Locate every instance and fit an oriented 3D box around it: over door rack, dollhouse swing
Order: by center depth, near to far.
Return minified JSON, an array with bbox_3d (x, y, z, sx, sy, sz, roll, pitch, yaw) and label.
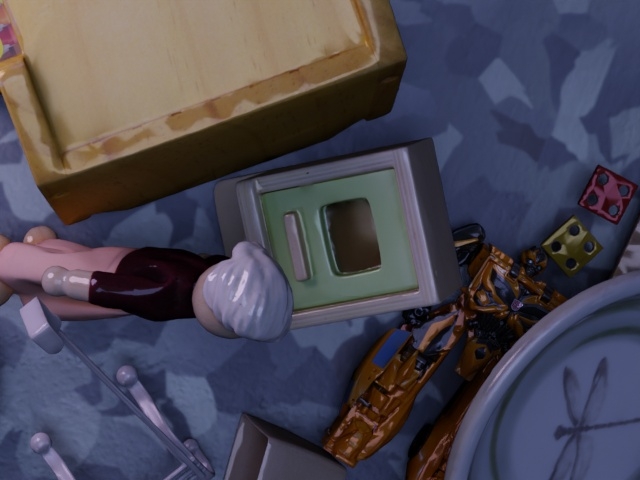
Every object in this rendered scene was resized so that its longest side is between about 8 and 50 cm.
[{"bbox_3d":[-0.139,-0.228,1.676,0.347,0.315,0.305,-21,83,-5],"label":"dollhouse swing"},{"bbox_3d":[-0.277,0.202,1.723,0.239,0.108,0.324,-39,136,1],"label":"over door rack"}]

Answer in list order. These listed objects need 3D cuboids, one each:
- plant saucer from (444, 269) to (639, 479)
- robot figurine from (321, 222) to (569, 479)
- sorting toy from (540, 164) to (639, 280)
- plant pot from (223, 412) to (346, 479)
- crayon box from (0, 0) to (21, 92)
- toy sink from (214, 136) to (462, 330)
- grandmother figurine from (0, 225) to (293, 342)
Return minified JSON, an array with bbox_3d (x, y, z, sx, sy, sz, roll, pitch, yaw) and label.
[{"bbox_3d":[0.277,0.191,1.778,0.400,0.100,0.400,-13,120,-23],"label":"plant saucer"},{"bbox_3d":[0.143,0.130,1.815,0.211,0.085,0.291,35,92,-7],"label":"robot figurine"},{"bbox_3d":[0.358,0.028,1.841,0.274,0.046,0.132,24,93,-7],"label":"sorting toy"},{"bbox_3d":[-0.036,0.246,1.807,0.096,0.109,0.109,14,94,-19],"label":"plant pot"},{"bbox_3d":[-0.272,-0.266,1.750,0.318,0.081,0.202,-24,97,-1],"label":"crayon box"},{"bbox_3d":[0.000,0.000,1.733,0.234,0.131,0.152,-10,95,17],"label":"toy sink"},{"bbox_3d":[-0.161,0.041,1.673,0.208,0.342,0.104,-22,112,-46],"label":"grandmother figurine"}]
